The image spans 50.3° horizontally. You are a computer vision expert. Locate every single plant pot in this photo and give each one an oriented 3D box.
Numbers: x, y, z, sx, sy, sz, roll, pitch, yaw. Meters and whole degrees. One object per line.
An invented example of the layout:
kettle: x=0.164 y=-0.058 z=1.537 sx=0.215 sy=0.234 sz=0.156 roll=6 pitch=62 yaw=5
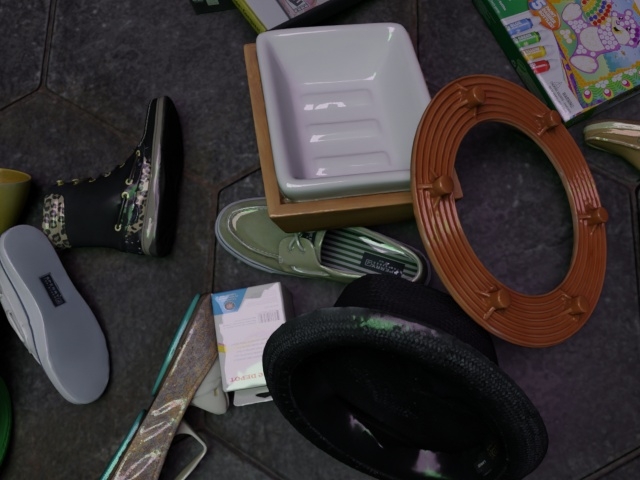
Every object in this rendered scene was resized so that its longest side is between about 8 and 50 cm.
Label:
plant pot: x=-0.484 y=-0.047 z=0.970 sx=0.134 sy=0.134 sz=0.095 roll=9 pitch=104 yaw=9

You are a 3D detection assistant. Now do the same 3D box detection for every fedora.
fedora: x=0.102 y=0.151 z=0.793 sx=0.334 sy=0.334 sz=0.152 roll=14 pitch=45 yaw=10

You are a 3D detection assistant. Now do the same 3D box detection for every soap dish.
soap dish: x=0.030 y=-0.144 z=0.875 sx=0.229 sy=0.118 sz=0.290 roll=-6 pitch=58 yaw=-7

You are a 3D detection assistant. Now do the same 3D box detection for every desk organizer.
desk organizer: x=-0.134 y=-0.388 z=1.039 sx=0.130 sy=0.047 sz=0.050 roll=-7 pitch=74 yaw=5

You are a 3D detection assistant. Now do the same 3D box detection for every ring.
ring: x=0.242 y=-0.043 z=0.809 sx=0.337 sy=0.032 sz=0.336 roll=11 pitch=70 yaw=-32

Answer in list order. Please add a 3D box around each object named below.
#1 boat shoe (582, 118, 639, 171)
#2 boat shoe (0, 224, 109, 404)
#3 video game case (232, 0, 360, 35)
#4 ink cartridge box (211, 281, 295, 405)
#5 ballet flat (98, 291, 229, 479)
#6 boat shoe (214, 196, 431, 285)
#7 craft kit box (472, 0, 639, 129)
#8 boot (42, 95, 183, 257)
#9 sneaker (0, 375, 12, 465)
boat shoe: x=0.438 y=-0.111 z=0.894 sx=0.190 sy=0.068 sz=0.072 roll=12 pitch=90 yaw=10
boat shoe: x=-0.374 y=0.107 z=0.936 sx=0.084 sy=0.095 sz=0.258 roll=-27 pitch=83 yaw=38
video game case: x=-0.032 y=-0.438 z=1.010 sx=0.275 sy=0.035 sz=0.248 roll=-31 pitch=74 yaw=-17
ink cartridge box: x=-0.078 y=0.137 z=0.883 sx=0.092 sy=0.090 sz=0.143 roll=-10 pitch=77 yaw=5
ballet flat: x=-0.183 y=0.223 z=0.883 sx=0.106 sy=0.107 sz=0.316 roll=27 pitch=87 yaw=-6
boat shoe: x=0.000 y=0.000 z=0.904 sx=0.302 sy=0.094 sz=0.109 roll=13 pitch=79 yaw=10
craft kit box: x=0.381 y=-0.310 z=0.953 sx=0.247 sy=0.061 sz=0.249 roll=-27 pitch=75 yaw=-2
boot: x=-0.294 y=-0.092 z=0.969 sx=0.179 sy=0.085 sz=0.236 roll=0 pitch=77 yaw=9
sneaker: x=-0.489 y=0.170 z=0.880 sx=0.134 sy=0.146 sz=0.343 roll=-7 pitch=83 yaw=-12
